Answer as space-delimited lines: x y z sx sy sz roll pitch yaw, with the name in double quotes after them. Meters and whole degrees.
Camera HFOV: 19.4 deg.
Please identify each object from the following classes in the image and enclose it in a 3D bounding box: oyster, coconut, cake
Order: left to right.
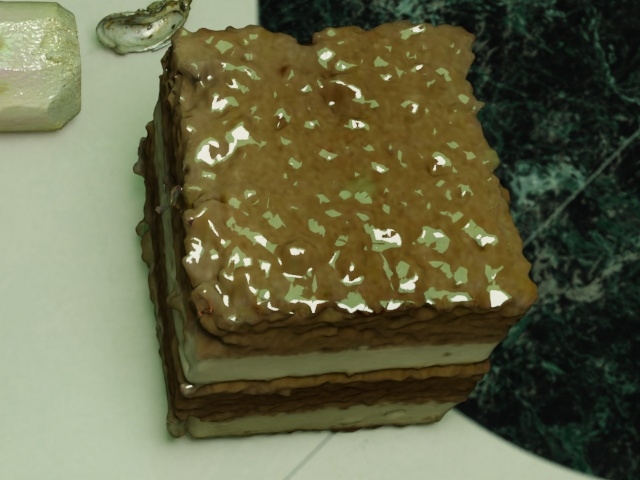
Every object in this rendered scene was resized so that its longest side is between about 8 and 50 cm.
-0.270 -0.151 1.616 0.122 0.116 0.116 -5 66 -11 "coconut"
-0.161 -0.207 1.682 0.083 0.081 0.038 11 34 -39 "oyster"
0.000 0.000 1.484 0.282 0.290 0.256 -3 67 -10 "cake"
